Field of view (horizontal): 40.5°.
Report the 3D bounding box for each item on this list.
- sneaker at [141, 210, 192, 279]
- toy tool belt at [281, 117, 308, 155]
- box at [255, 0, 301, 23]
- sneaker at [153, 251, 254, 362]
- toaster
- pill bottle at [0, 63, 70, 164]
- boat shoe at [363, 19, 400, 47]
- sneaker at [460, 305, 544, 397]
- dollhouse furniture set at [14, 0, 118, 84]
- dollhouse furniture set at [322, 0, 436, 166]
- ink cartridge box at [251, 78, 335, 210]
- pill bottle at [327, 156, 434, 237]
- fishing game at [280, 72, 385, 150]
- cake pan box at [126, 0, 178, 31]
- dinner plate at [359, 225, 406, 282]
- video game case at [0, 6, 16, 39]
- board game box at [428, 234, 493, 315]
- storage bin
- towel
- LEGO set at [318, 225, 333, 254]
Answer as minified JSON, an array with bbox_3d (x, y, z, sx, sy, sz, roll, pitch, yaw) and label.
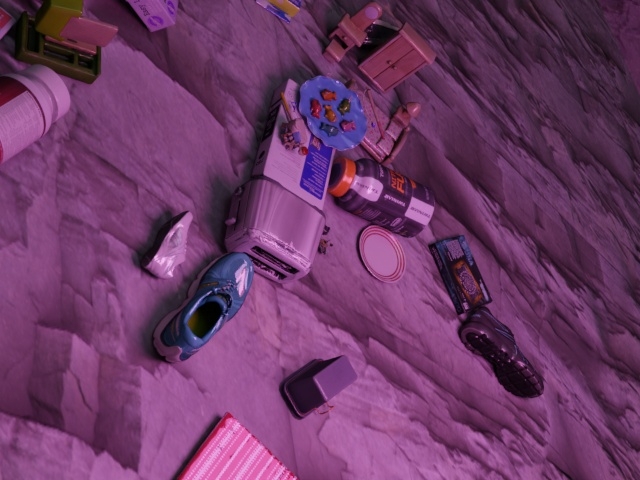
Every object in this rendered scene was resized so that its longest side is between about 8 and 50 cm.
[{"bbox_3d":[-0.275,0.009,1.615,0.061,0.054,0.152,47,51,-26],"label":"sneaker"},{"bbox_3d":[-0.056,-0.216,1.845,0.052,0.051,0.083,-3,82,-59],"label":"toy tool belt"},{"bbox_3d":[-0.095,-0.625,2.109,0.109,0.042,0.178,26,52,-29],"label":"box"},{"bbox_3d":[-0.190,0.117,1.586,0.107,0.110,0.275,46,45,-13],"label":"sneaker"},{"bbox_3d":[-0.087,-0.013,1.737,0.227,0.129,0.146,33,54,-28],"label":"toaster"},{"bbox_3d":[-0.528,-0.203,1.442,0.121,0.121,0.221,50,45,-10],"label":"pill bottle"},{"bbox_3d":[0.177,-0.531,2.296,0.233,0.084,0.079,4,104,-48],"label":"boat shoe"},{"bbox_3d":[0.453,0.268,2.091,0.267,0.101,0.106,47,43,-13],"label":"sneaker"},{"bbox_3d":[-0.451,-0.480,1.600,0.151,0.198,0.301,12,61,-35],"label":"dollhouse furniture set"},{"bbox_3d":[0.125,-0.363,2.075,0.303,0.174,0.355,43,46,-16],"label":"dollhouse furniture set"},{"bbox_3d":[-0.053,-0.186,1.902,0.165,0.065,0.332,32,49,-25],"label":"ink cartridge box"},{"bbox_3d":[0.128,-0.105,1.970,0.246,0.130,0.130,23,55,-28],"label":"pill bottle"},{"bbox_3d":[0.035,-0.294,1.954,0.264,0.041,0.189,-7,74,-37],"label":"fishing game"},{"bbox_3d":[-0.367,-0.596,1.757,0.267,0.070,0.245,54,33,-53],"label":"cake pan box"},{"bbox_3d":[0.140,0.033,1.993,0.141,0.017,0.141,21,55,-33],"label":"dinner plate"},{"bbox_3d":[-0.673,-0.358,1.463,0.204,0.025,0.285,40,47,-19],"label":"video game case"},{"bbox_3d":[0.348,0.083,2.146,0.126,0.026,0.186,-13,77,-45],"label":"board game box"},{"bbox_3d":[0.006,0.283,1.689,0.135,0.091,0.098,-28,88,-45],"label":"storage bin"},{"bbox_3d":[-0.124,0.462,1.523,0.275,0.031,0.199,47,47,-10],"label":"towel"},{"bbox_3d":[0.002,0.000,1.887,0.054,0.023,0.083,39,34,-23],"label":"LEGO set"}]
